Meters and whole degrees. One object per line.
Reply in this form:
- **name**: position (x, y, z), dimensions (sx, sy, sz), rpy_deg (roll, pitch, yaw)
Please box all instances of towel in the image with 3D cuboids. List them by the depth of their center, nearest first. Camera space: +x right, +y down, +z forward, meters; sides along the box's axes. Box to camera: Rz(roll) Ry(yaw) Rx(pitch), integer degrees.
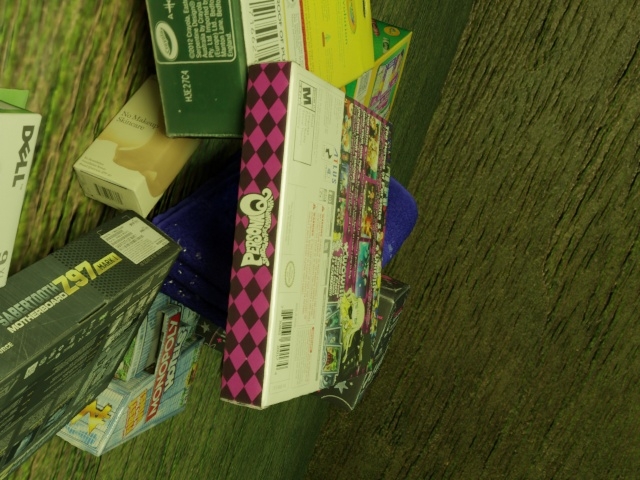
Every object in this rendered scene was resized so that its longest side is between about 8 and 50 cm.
- **towel**: position (-0.031, -0.019, 0.768), dimensions (0.308, 0.227, 0.076), rpy_deg (-51, 166, -50)

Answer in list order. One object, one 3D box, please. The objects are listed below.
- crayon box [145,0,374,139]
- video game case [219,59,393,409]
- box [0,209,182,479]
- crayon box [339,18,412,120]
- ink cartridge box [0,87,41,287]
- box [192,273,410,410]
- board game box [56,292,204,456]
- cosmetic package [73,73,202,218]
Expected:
- **crayon box**: position (-0.035, -0.221, 0.617), dimensions (0.318, 0.081, 0.202), rpy_deg (-45, 134, -60)
- **video game case**: position (0.000, 0.000, 0.564), dimensions (0.210, 0.041, 0.232), rpy_deg (6, 89, -65)
- **box**: position (-0.209, 0.095, 0.500), dimensions (0.183, 0.059, 0.233), rpy_deg (-57, 174, 30)
- **crayon box**: position (0.051, -0.228, 1.105), dimensions (0.278, 0.081, 0.165), rpy_deg (-51, 159, -54)
- **ink cartridge box**: position (-0.212, -0.024, 0.375), dimensions (0.209, 0.062, 0.109), rpy_deg (-30, 140, -71)
- **box**: position (-0.032, 0.078, 0.883), dimensions (0.163, 0.247, 0.142), rpy_deg (-13, 126, -75)
- **board game box**: position (-0.188, 0.126, 0.742), dimensions (0.194, 0.060, 0.194), rpy_deg (-37, 147, -69)
- **cosmetic package**: position (-0.142, -0.079, 0.587), dimensions (0.041, 0.060, 0.115), rpy_deg (92, 22, -57)
